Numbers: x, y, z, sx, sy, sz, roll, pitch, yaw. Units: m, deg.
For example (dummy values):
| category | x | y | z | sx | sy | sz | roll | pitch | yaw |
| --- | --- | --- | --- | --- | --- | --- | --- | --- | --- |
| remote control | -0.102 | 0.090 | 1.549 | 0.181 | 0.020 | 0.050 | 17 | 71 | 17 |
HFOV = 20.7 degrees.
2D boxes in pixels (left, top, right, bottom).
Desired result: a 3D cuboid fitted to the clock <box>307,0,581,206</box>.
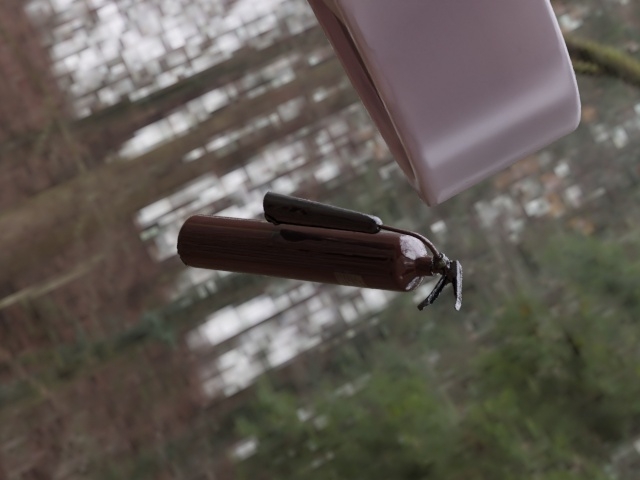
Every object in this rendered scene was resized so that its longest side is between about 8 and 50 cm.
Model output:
| category | x | y | z | sx | sy | sz | roll | pitch | yaw |
| --- | --- | --- | --- | --- | --- | --- | --- | --- | --- |
| clock | 0.025 | -0.114 | 0.677 | 0.197 | 0.068 | 0.197 | 63 | 1 | -2 |

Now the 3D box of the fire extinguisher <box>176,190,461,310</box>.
| category | x | y | z | sx | sy | sz | roll | pitch | yaw |
| --- | --- | --- | --- | --- | --- | --- | --- | --- | --- |
| fire extinguisher | 0.000 | 0.000 | 0.862 | 0.173 | 0.035 | 0.049 | 6 | -75 | 36 |
